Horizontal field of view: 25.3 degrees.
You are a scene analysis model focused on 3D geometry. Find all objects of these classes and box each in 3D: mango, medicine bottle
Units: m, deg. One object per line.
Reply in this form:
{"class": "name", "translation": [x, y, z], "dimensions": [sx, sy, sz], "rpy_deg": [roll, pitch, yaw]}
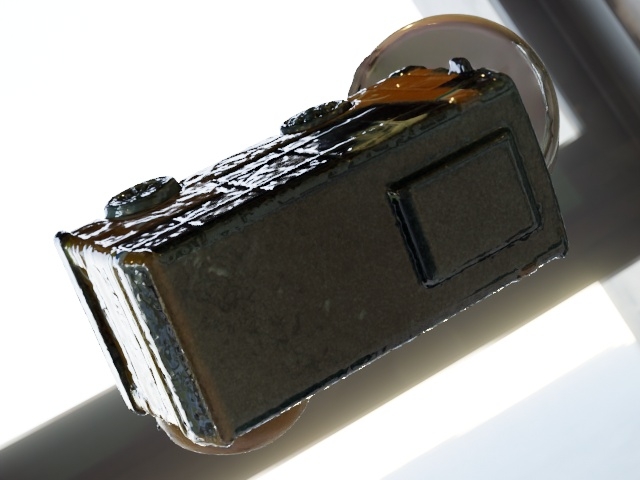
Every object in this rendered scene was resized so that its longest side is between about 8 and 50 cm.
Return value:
{"class": "mango", "translation": [-0.099, 0.182, 1.598], "dimensions": [0.178, 0.115, 0.090], "rpy_deg": [-2, 2, -3]}
{"class": "medicine bottle", "translation": [0.153, -0.115, 1.551], "dimensions": [0.213, 0.213, 0.379], "rpy_deg": [-33, -6, 7]}

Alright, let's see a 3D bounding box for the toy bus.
{"class": "toy bus", "translation": [0.000, 0.000, 1.017], "dimensions": [0.323, 0.162, 0.194], "rpy_deg": [-27, 16, -20]}
